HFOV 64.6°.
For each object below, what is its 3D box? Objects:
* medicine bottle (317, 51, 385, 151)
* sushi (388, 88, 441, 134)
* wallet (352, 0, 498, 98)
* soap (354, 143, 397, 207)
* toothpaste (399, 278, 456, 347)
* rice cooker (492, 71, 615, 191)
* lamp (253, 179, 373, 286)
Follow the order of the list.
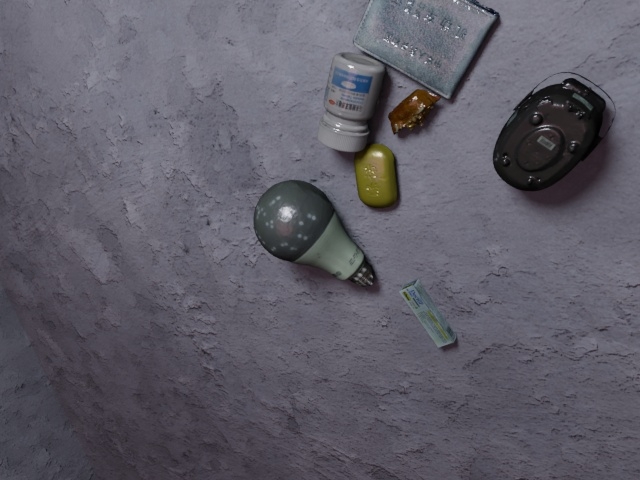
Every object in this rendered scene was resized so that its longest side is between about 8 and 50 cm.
[{"bbox_3d":[0.057,-0.267,0.981,0.105,0.105,0.167,25,124,18],"label":"medicine bottle"},{"bbox_3d":[0.176,-0.243,0.959,0.060,0.061,0.118,46,148,-9],"label":"sushi"},{"bbox_3d":[0.177,-0.374,0.901,0.222,0.036,0.167,35,126,10],"label":"wallet"},{"bbox_3d":[0.114,-0.132,1.055,0.089,0.045,0.140,2,115,25],"label":"soap"},{"bbox_3d":[0.243,0.166,1.138,0.046,0.034,0.164,-32,96,38],"label":"toothpaste"},{"bbox_3d":[0.375,-0.172,0.837,0.142,0.118,0.203,38,130,9],"label":"rice cooker"},{"bbox_3d":[-0.004,-0.002,1.109,0.314,0.182,0.182,38,127,3],"label":"lamp"}]
